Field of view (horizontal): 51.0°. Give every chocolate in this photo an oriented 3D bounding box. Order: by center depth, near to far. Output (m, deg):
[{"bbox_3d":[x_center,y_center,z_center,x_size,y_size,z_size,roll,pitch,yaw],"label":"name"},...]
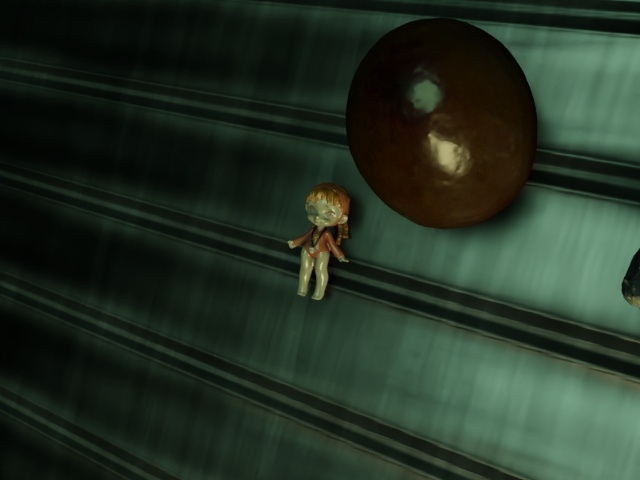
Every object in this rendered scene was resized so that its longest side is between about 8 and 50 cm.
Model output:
[{"bbox_3d":[0.088,-0.092,0.528,0.177,0.177,0.176,-3,83,26],"label":"chocolate"}]

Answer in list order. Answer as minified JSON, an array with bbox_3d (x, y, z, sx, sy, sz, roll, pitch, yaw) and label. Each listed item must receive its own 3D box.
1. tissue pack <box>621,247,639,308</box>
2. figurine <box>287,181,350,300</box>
[{"bbox_3d":[0.318,-0.072,0.365,0.125,0.242,0.343,39,101,26],"label":"tissue pack"},{"bbox_3d":[0.000,0.000,0.626,0.064,0.047,0.109,15,100,20],"label":"figurine"}]
